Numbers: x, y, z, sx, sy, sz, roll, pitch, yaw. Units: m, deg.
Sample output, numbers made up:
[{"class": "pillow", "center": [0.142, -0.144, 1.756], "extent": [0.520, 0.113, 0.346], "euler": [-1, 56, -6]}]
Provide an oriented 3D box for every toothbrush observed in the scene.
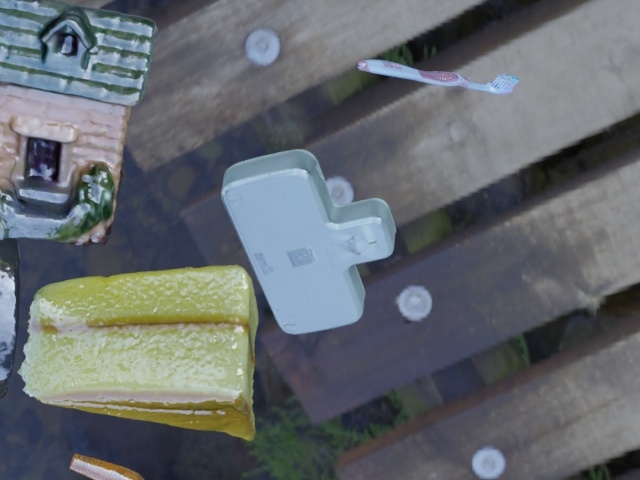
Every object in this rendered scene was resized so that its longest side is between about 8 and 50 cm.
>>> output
[{"class": "toothbrush", "center": [0.099, -0.135, 0.974], "extent": [0.019, 0.193, 0.013], "euler": [-47, 58, 37]}]

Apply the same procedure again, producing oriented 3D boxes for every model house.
[{"class": "model house", "center": [-0.207, -0.110, 0.778], "extent": [0.183, 0.166, 0.172], "euler": [12, 122, -11]}]

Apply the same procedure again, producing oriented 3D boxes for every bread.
[{"class": "bread", "center": [-0.287, 0.183, 1.933], "extent": [0.362, 0.233, 0.245], "euler": [0, 154, -1]}]

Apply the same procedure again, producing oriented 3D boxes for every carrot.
[{"class": "carrot", "center": [-0.250, 0.277, 1.403], "extent": [0.093, 0.032, 0.032], "euler": [26, 115, -16]}]

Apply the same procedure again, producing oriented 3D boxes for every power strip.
[{"class": "power strip", "center": [0.000, 0.000, 1.545], "extent": [0.194, 0.059, 0.265], "euler": [-12, 124, 14]}]

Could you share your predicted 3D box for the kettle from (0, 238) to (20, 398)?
[{"class": "kettle", "center": [-0.501, 0.104, 1.339], "extent": [0.290, 0.207, 0.268], "euler": [3, 98, -25]}]
